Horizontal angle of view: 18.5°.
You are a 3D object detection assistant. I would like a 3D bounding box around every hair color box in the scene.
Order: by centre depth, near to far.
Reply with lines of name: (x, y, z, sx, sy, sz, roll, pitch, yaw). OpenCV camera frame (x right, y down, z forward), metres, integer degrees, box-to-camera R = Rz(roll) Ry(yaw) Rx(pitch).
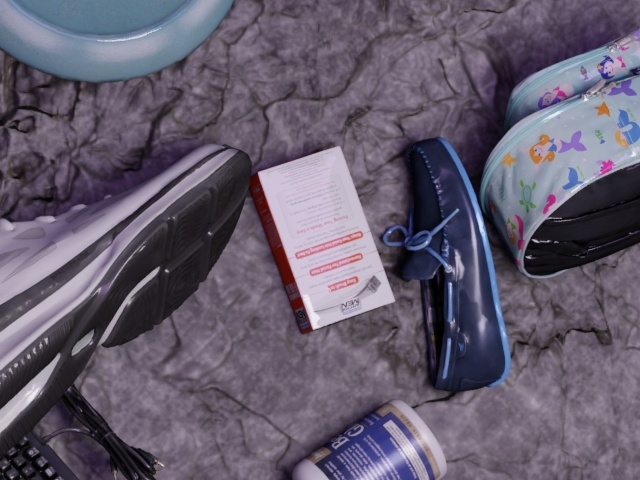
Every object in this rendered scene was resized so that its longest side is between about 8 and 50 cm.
hair color box: (0.000, 0.000, 1.968, 0.093, 0.053, 0.167, -18, 87, -16)

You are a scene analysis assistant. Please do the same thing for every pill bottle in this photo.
pill bottle: (0.032, 0.237, 1.924, 0.169, 0.094, 0.094, -33, 92, -16)

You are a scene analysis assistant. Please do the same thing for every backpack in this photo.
backpack: (0.280, -0.080, 1.962, 0.253, 0.225, 0.191, -29, 69, -11)

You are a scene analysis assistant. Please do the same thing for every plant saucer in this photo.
plant saucer: (-0.222, -0.317, 1.958, 0.318, 0.044, 0.317, 2, 83, -14)

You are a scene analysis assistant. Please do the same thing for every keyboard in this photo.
keyboard: (-0.273, 0.192, 1.824, 0.201, 0.033, 0.317, -31, 69, -37)

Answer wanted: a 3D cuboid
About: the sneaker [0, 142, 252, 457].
sneaker: (-0.278, -0.003, 1.840, 0.257, 0.169, 0.447, 35, 53, 18)

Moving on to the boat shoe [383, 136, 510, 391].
boat shoe: (0.122, 0.026, 1.969, 0.089, 0.109, 0.258, -14, 85, -12)
